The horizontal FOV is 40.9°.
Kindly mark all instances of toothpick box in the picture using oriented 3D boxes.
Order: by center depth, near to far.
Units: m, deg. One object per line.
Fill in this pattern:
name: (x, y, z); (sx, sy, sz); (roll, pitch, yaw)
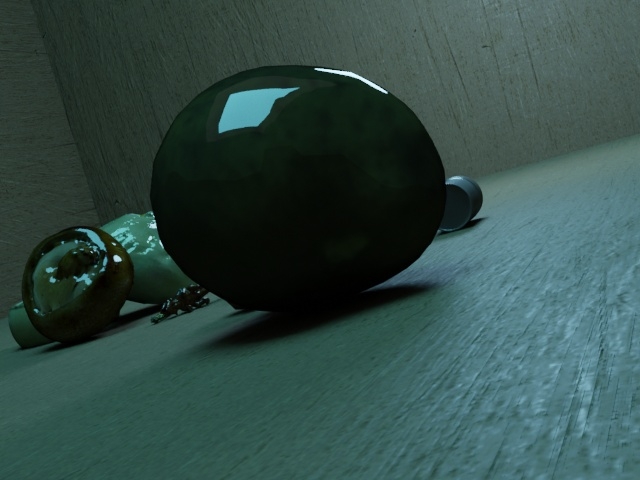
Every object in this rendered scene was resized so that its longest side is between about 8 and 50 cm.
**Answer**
toothpick box: (0.273, -0.077, 1.749); (0.098, 0.098, 0.149); (-15, 4, 21)

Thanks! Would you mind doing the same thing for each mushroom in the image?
mushroom: (-0.492, 0.090, 1.740); (0.253, 0.253, 0.153); (-15, -32, 22)

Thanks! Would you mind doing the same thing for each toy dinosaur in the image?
toy dinosaur: (-0.251, 0.111, 1.677); (0.055, 0.049, 0.154); (-17, 7, 45)

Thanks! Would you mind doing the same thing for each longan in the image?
longan: (-0.034, -0.070, 1.189); (0.404, 0.336, 0.404); (1, 28, 0)

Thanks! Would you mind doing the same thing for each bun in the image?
bun: (-0.400, 0.027, 1.938); (0.283, 0.179, 0.283); (14, 14, -4)

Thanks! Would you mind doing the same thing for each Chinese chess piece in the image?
Chinese chess piece: (-0.590, 0.165, 1.979); (0.250, 0.101, 0.250); (-16, 5, 1)

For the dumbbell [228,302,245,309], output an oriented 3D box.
dumbbell: (-0.094, 0.029, 1.475); (0.082, 0.092, 0.231); (21, 36, 15)

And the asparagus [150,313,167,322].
asparagus: (-0.305, 0.144, 1.676); (0.018, 0.015, 0.127); (-25, 2, 10)
